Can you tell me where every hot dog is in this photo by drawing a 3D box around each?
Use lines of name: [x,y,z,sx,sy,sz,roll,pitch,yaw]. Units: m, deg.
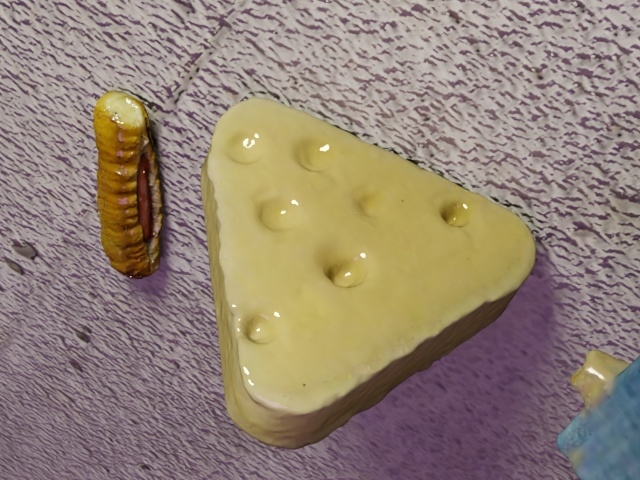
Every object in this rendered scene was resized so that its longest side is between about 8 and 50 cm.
hot dog: [-0.243,-0.059,1.340,0.083,0.068,0.289,21,138,16]

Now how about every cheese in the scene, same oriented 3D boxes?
cheese: [-0.001,0.001,1.156,0.384,0.384,0.104,25,144,1]

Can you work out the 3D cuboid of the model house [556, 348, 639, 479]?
model house: [0.430,0.091,0.948,0.343,0.382,0.334,27,136,-4]
